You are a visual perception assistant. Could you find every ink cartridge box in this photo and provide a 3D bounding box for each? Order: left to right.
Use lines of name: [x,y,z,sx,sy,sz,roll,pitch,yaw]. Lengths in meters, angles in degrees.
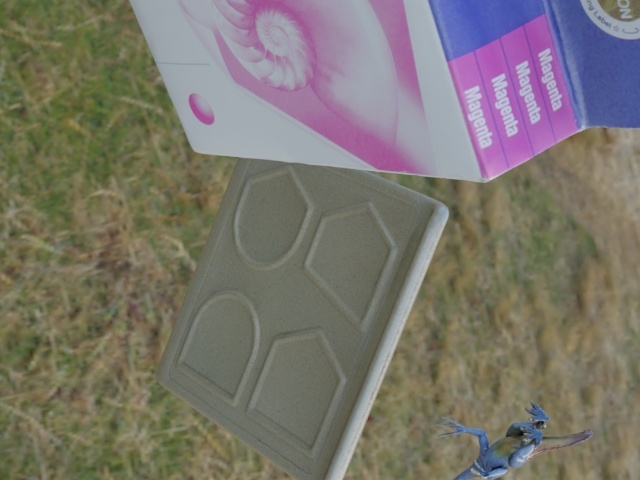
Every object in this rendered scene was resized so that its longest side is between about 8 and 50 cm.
ink cartridge box: [-0.005,-0.184,0.560,0.071,0.330,0.324,-37,118,-31]

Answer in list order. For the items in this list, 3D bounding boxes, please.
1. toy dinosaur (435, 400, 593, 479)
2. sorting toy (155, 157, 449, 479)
toy dinosaur: [0.117,0.145,0.770,0.090,0.082,0.047,23,37,-11]
sorting toy: [0.000,0.000,0.852,0.041,0.229,0.307,17,96,-43]
